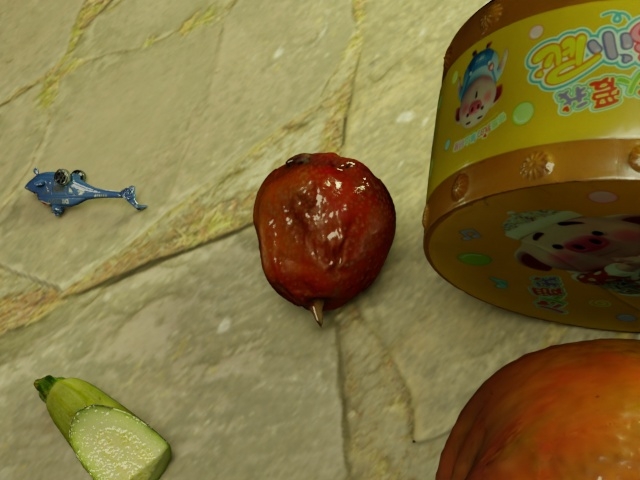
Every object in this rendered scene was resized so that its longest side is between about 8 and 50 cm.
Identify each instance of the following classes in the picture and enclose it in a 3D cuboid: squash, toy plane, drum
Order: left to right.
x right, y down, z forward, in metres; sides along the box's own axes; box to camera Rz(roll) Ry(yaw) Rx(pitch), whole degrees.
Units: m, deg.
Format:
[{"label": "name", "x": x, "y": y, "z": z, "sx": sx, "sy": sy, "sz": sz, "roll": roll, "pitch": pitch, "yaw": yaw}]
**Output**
[{"label": "toy plane", "x": -0.307, "y": -0.060, "z": 1.328, "sx": 0.167, "sy": 0.054, "sz": 0.062, "roll": 5, "pitch": 94, "yaw": 13}, {"label": "squash", "x": -0.270, "y": 0.210, "z": 1.191, "sx": 0.200, "sy": 0.075, "sz": 0.090, "roll": 34, "pitch": 103, "yaw": 23}, {"label": "drum", "x": 0.312, "y": -0.066, "z": 1.013, "sx": 0.431, "sy": 0.431, "sz": 0.214, "roll": 4, "pitch": 68, "yaw": 12}]

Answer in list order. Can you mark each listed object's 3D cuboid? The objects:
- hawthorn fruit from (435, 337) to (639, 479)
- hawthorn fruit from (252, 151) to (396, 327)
[{"label": "hawthorn fruit", "x": 0.299, "y": 0.314, "z": 0.853, "sx": 0.471, "sy": 0.472, "sz": 0.472, "roll": -4, "pitch": 67, "yaw": 9}, {"label": "hawthorn fruit", "x": -0.001, "y": -0.014, "z": 1.188, "sx": 0.173, "sy": 0.173, "sz": 0.179, "roll": 35, "pitch": 77, "yaw": 21}]
